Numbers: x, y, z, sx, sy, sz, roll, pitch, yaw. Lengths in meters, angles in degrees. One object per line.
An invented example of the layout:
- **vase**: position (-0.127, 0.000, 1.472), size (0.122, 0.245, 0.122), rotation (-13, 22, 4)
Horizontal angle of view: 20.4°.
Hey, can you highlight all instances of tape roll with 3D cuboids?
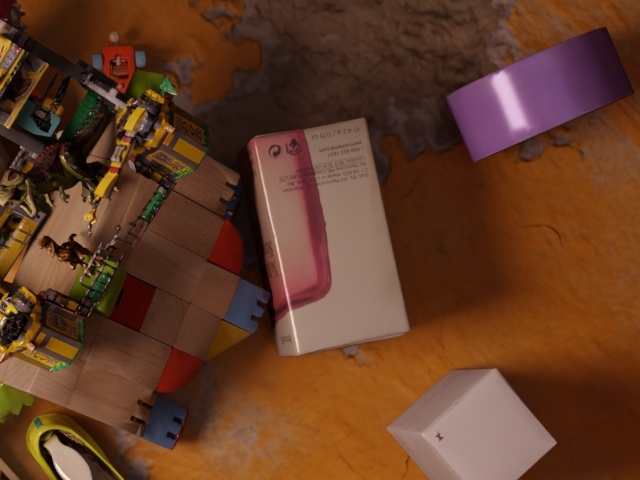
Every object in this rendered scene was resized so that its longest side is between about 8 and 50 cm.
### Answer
- **tape roll**: position (0.236, -0.156, 1.920), size (0.189, 0.189, 0.080), rotation (-24, 90, -11)

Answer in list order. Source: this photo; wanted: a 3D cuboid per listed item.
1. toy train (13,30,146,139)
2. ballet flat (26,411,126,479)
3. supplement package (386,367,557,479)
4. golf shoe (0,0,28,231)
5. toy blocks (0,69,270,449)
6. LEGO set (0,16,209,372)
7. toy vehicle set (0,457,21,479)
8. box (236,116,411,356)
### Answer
- **toy train**: position (-0.266, -0.153, 1.909), size (0.166, 0.046, 0.125), rotation (-9, 80, -10)
- **ballet flat**: position (-0.226, 0.276, 1.862), size (0.077, 0.077, 0.231), rotation (-40, 93, -10)
- **supplement package**: position (0.156, 0.206, 1.882), size (0.105, 0.179, 0.105), rotation (-40, 93, -10)
- **golf shoe**: position (-0.378, -0.123, 1.815), size (0.140, 0.115, 0.306), rotation (12, 107, 7)
- **toy blocks**: position (-0.173, 0.051, 1.824), size (0.261, 0.190, 0.381), rotation (29, 79, -43)
- **LEGO set**: position (-0.284, -0.058, 1.647), size (0.331, 0.255, 0.192), rotation (-52, 136, 8)
- **toy vehicle set**: position (-0.458, 0.286, 1.843), size (0.267, 0.035, 0.166), rotation (-43, 93, -10)
- **box**: position (0.000, 0.000, 1.887), size (0.126, 0.148, 0.232), rotation (-11, 87, -10)
